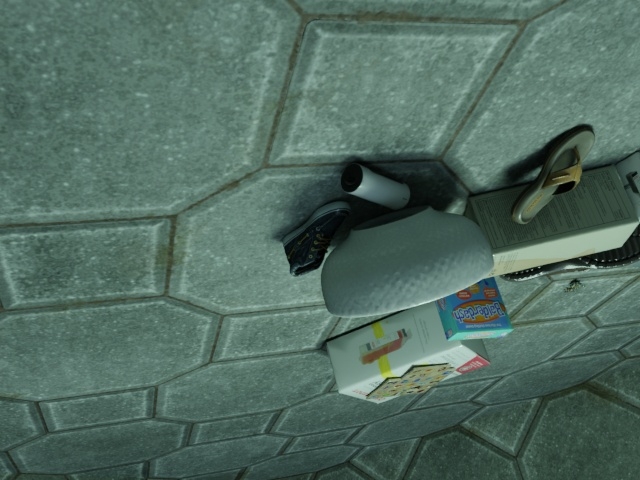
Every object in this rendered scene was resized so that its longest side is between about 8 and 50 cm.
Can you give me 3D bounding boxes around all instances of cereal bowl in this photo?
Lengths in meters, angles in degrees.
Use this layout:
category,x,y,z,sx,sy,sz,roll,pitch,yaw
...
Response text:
category,x,y,z,sx,sy,sz,roll,pitch,yaw
cereal bowl,0.151,0.023,1.328,0.338,0.141,0.339,-18,-173,2

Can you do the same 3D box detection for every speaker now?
category,x,y,z,sx,sy,sz,roll,pitch,yaw
speaker,0.099,-0.095,1.249,0.136,0.055,0.055,15,141,-43

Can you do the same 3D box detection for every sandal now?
category,x,y,z,sx,sy,sz,roll,pitch,yaw
sandal,0.446,-0.113,1.309,0.090,0.060,0.219,21,112,-44

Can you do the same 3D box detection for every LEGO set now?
category,x,y,z,sx,sy,sz,roll,pitch,yaw
LEGO set,0.734,0.131,2.015,0.054,0.024,0.083,1,163,-22

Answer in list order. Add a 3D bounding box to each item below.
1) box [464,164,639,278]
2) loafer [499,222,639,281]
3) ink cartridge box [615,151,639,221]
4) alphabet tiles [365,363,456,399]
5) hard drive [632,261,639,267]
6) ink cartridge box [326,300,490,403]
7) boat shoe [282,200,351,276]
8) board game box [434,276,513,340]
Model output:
category,x,y,z,sx,sy,sz,roll,pitch,yaw
box,0.467,-0.037,1.433,0.310,0.148,0.121,-11,153,-2
loafer,0.587,0.009,1.625,0.365,0.134,0.130,-9,178,13
ink cartridge box,0.669,-0.102,1.412,0.099,0.135,0.056,10,148,-37
alphabet tiles,0.261,0.397,1.954,0.198,0.009,0.237,-1,150,-24
hard drive,0.930,0.035,1.915,0.094,0.022,0.135,14,142,-42
ink cartridge box,0.254,0.326,2.003,0.384,0.161,0.279,-25,151,20
boat shoe,0.000,0.000,1.352,0.065,0.083,0.183,12,143,-40
board game box,0.337,0.123,1.603,0.160,0.210,0.047,0,150,-26
